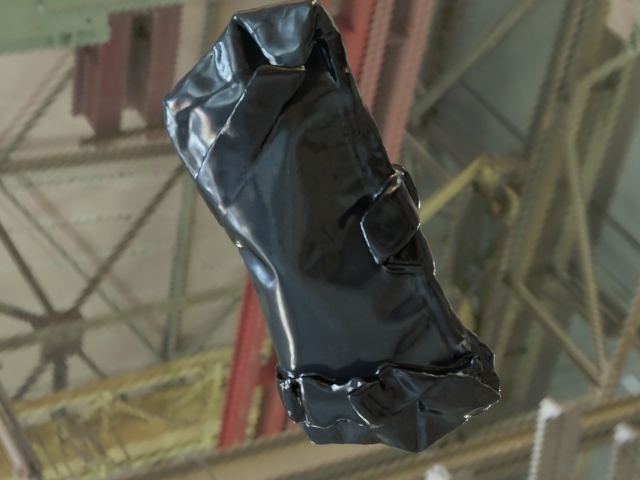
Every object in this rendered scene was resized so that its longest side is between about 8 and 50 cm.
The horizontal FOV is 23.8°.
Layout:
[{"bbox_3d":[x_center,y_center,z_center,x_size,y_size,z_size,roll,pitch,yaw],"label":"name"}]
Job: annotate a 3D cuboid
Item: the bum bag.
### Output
[{"bbox_3d":[0.000,0.000,0.621,0.087,0.197,0.049,-22,5,18],"label":"bum bag"}]
